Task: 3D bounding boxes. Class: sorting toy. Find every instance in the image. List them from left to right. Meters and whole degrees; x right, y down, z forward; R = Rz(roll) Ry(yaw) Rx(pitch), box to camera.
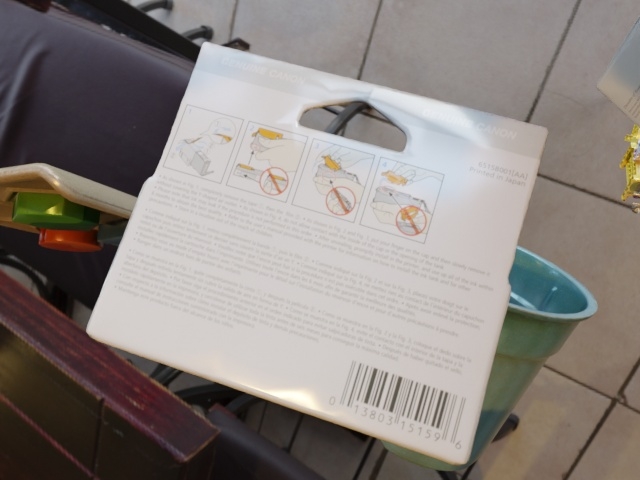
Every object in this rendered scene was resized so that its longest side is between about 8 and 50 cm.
[{"bbox_3d":[-0.262,-0.027,0.438,0.229,0.307,0.041,1,80,23],"label":"sorting toy"}]

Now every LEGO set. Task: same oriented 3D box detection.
[{"bbox_3d":[0.551,-0.159,0.788,0.107,0.132,0.286,14,73,14],"label":"LEGO set"}]

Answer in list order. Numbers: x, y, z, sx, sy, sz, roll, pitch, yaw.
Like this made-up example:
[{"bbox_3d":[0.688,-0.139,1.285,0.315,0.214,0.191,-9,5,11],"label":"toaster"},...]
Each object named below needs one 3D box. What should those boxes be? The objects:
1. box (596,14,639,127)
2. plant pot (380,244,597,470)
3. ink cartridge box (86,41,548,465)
[{"bbox_3d":[0.342,-0.165,0.466,0.102,0.101,0.087,94,152,-56],"label":"box"},{"bbox_3d":[0.219,0.176,0.868,0.341,0.341,0.333,27,112,21],"label":"plant pot"},{"bbox_3d":[0.000,0.000,0.380,0.275,0.060,0.238,17,80,8],"label":"ink cartridge box"}]
